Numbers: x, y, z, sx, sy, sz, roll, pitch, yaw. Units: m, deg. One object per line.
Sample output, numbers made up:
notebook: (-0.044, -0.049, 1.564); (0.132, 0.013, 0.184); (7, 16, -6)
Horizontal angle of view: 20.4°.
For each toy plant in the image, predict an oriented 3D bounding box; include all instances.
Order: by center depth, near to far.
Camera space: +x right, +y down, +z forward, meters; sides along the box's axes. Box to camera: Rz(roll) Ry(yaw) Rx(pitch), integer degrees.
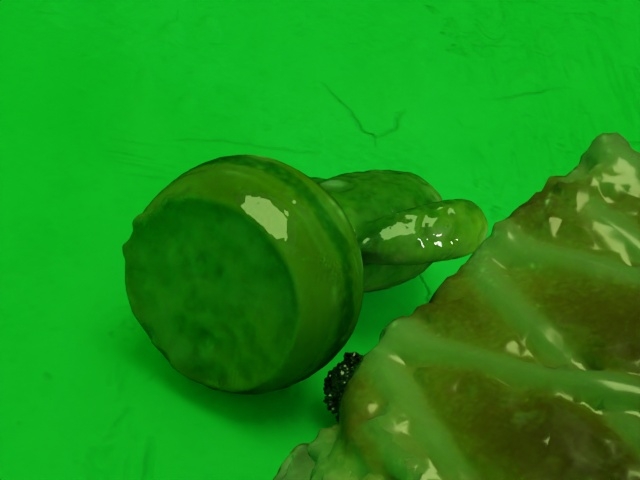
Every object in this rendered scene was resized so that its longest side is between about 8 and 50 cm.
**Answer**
toy plant: (0.000, 0.000, 1.454); (0.224, 0.184, 0.316); (2, 16, 30)

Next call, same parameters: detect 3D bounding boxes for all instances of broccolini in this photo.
broccolini: (0.107, 0.140, 1.385); (0.216, 0.067, 0.058); (17, 35, -9)

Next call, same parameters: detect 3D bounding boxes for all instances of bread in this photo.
bread: (0.226, 0.184, 1.015); (0.371, 0.279, 0.390); (-42, 48, -22)

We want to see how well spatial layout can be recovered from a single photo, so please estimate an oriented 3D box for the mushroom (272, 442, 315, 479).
mushroom: (0.135, 0.194, 1.265); (0.351, 0.097, 0.109); (5, 32, -7)
